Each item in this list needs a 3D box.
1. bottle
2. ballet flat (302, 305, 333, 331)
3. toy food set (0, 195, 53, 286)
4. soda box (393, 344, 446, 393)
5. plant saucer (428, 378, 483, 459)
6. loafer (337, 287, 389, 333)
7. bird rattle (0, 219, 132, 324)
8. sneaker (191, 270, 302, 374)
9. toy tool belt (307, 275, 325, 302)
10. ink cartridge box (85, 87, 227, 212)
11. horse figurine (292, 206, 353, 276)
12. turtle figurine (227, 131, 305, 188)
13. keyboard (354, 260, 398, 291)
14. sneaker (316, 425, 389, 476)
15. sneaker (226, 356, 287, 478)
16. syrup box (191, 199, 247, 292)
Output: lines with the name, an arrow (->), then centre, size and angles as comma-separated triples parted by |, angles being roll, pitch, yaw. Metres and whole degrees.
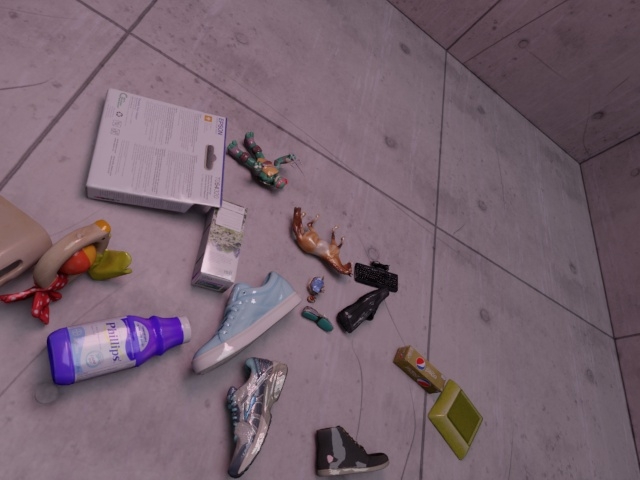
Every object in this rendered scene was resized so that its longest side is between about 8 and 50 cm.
bottle -> -0.434, 0.227, 0.943 | 0.283, 0.092, 0.118 | -6, 70, -37
ballet flat -> -0.004, 0.232, 1.287 | 0.114, 0.041, 0.041 | 36, 51, -17
toy food set -> -0.732, -0.017, 0.828 | 0.306, 0.092, 0.219 | 37, 36, -3
soda box -> 0.329, 0.428, 1.408 | 0.181, 0.061, 0.058 | 43, 50, -10
plant saucer -> 0.471, 0.598, 1.435 | 0.188, 0.045, 0.188 | -37, 92, -41
loafer -> 0.148, 0.222, 1.379 | 0.223, 0.076, 0.078 | -28, 90, -36
bird rattle -> -0.537, 0.046, 0.898 | 0.143, 0.207, 0.253 | 46, 41, 8
sneaker -> -0.210, 0.198, 1.108 | 0.150, 0.135, 0.366 | 50, 40, 6
toy tool belt -> -0.012, 0.148, 1.313 | 0.052, 0.051, 0.083 | 34, 52, -17
ink cartridge box -> -0.434, -0.238, 1.172 | 0.330, 0.071, 0.323 | 10, 61, -23
horse figurine -> 0.000, 0.000, 1.390 | 0.263, 0.066, 0.174 | 32, 46, -22
turtle figurine -> -0.174, -0.240, 1.353 | 0.234, 0.118, 0.175 | 40, 34, 7
keyboard -> 0.204, 0.115, 1.495 | 0.192, 0.038, 0.100 | 17, 58, -29
sneaker -> 0.091, 0.564, 1.155 | 0.222, 0.083, 0.118 | 11, 61, -30
sneaker -> -0.181, 0.421, 1.040 | 0.122, 0.110, 0.282 | 22, 52, -4
syrup box -> -0.274, 0.013, 1.164 | 0.093, 0.096, 0.236 | 19, 58, -25
